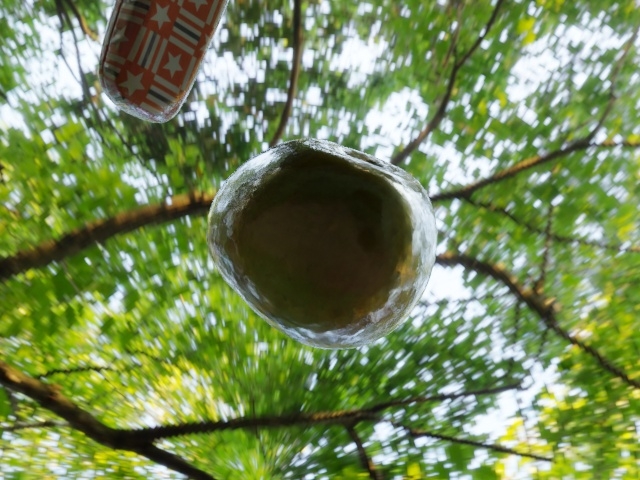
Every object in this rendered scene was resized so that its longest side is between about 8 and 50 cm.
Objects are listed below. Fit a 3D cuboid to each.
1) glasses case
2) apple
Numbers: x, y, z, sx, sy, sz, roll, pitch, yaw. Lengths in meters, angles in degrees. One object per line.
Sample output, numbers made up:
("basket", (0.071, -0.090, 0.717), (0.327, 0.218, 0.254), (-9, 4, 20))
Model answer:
("glasses case", (-0.098, -0.177, 1.001), (0.049, 0.073, 0.194), (15, -100, 43))
("apple", (0.000, 0.000, 0.573), (0.090, 0.089, 0.074), (23, -81, 2))
